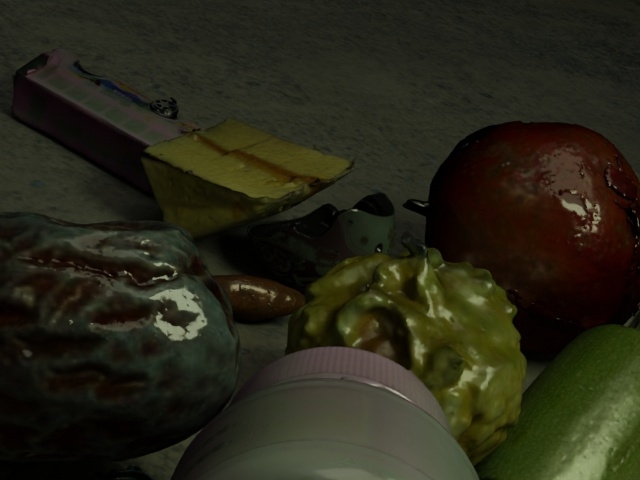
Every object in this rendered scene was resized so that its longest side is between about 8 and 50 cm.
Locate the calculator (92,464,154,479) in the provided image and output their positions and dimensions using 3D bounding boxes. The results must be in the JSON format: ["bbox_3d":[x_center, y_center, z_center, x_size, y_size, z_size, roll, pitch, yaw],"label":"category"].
[{"bbox_3d":[-0.145,0.239,1.305,0.094,0.019,0.141,-2,30,-41],"label":"calculator"}]

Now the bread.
[{"bbox_3d":[-0.078,-0.096,1.846,0.178,0.135,0.240,-18,4,31],"label":"bread"}]

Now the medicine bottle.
[{"bbox_3d":[0.004,0.229,1.150,0.256,0.256,0.325,19,13,-1],"label":"medicine bottle"}]

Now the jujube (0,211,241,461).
[{"bbox_3d":[-0.217,0.085,1.309,0.308,0.215,0.246,2,0,13],"label":"jujube"}]

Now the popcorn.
[{"bbox_3d":[0.087,0.117,1.497,0.249,0.225,0.249,19,28,-10],"label":"popcorn"}]

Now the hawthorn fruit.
[{"bbox_3d":[0.269,-0.014,1.850,0.316,0.316,0.316,16,24,-7],"label":"hawthorn fruit"}]

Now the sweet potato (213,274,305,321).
[{"bbox_3d":[-0.106,0.064,1.677,0.202,0.058,0.055,2,72,-27],"label":"sweet potato"}]

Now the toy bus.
[{"bbox_3d":[-0.280,-0.159,1.978,0.274,0.090,0.112,29,31,22],"label":"toy bus"}]

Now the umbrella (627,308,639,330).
[{"bbox_3d":[0.512,0.111,1.978,0.106,0.113,0.357,35,26,28],"label":"umbrella"}]

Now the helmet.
[{"bbox_3d":[0.010,0.013,1.801,0.177,0.107,0.153,-12,9,20],"label":"helmet"}]

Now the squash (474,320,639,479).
[{"bbox_3d":[0.278,0.225,1.578,0.189,0.189,0.260,29,54,20],"label":"squash"}]
